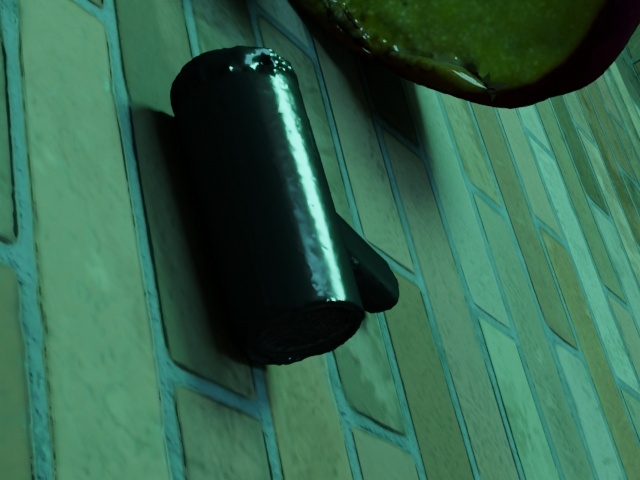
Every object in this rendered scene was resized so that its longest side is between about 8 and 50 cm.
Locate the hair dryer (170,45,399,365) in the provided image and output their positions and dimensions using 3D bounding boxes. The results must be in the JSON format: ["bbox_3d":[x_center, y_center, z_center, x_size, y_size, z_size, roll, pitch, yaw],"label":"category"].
[{"bbox_3d":[0.000,0.000,0.905,0.251,0.089,0.197,35,33,-58],"label":"hair dryer"}]

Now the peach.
[{"bbox_3d":[0.130,-0.329,1.247,0.416,0.339,0.353,35,20,-44],"label":"peach"}]
